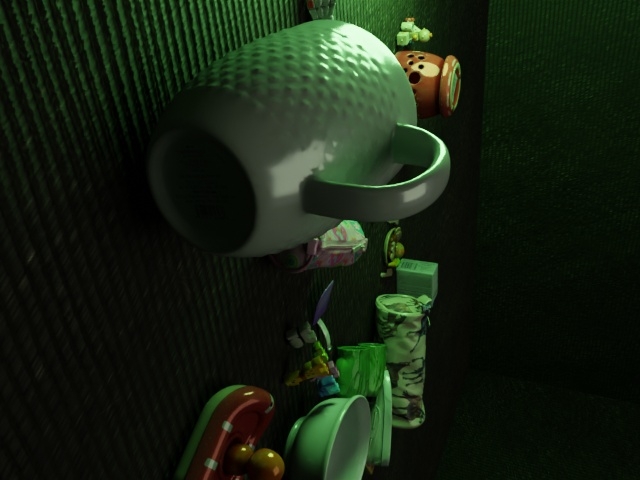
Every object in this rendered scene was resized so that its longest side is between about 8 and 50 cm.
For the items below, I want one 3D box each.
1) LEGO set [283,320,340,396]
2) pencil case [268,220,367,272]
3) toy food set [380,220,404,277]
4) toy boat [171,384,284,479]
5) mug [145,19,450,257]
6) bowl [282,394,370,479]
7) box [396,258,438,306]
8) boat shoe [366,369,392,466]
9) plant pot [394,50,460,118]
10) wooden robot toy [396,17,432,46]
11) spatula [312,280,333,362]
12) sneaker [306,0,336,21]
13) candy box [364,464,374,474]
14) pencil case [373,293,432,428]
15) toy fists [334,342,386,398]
[{"bbox_3d":[-0.029,0.277,1.292,0.227,0.093,0.087,64,9,-47],"label":"LEGO set"},{"bbox_3d":[0.000,0.000,1.198,0.284,0.124,0.124,2,96,-67],"label":"pencil case"},{"bbox_3d":[0.231,0.022,1.863,0.132,0.039,0.191,-7,104,-67],"label":"toy food set"},{"bbox_3d":[-0.128,0.353,0.973,0.151,0.151,0.231,67,38,-53],"label":"toy boat"},{"bbox_3d":[-0.017,-0.115,0.789,0.328,0.375,0.276,-42,141,-48],"label":"mug"},{"bbox_3d":[0.004,0.484,1.361,0.298,0.134,0.297,8,90,-67],"label":"bowl"},{"bbox_3d":[0.324,0.141,2.018,0.072,0.126,0.137,-54,146,-51],"label":"box"},{"bbox_3d":[0.158,0.508,1.729,0.096,0.088,0.267,71,22,-85],"label":"boat shoe"},{"bbox_3d":[0.296,-0.431,1.688,0.191,0.174,0.190,9,90,-70],"label":"plant pot"},{"bbox_3d":[0.275,-0.589,1.700,0.173,0.079,0.076,-41,135,-58],"label":"wooden robot toy"},{"bbox_3d":[0.011,0.233,1.422,0.084,0.031,0.296,-48,140,-52],"label":"spatula"},{"bbox_3d":[0.003,-0.443,1.154,0.064,0.061,0.157,-97,-177,-61],"label":"sneaker"},{"bbox_3d":[0.134,0.629,1.832,0.186,0.053,0.109,65,40,-50],"label":"candy box"},{"bbox_3d":[0.253,0.370,1.844,0.160,0.184,0.409,-142,-130,-69],"label":"pencil case"},{"bbox_3d":[0.102,0.352,1.605,0.279,0.096,0.142,16,75,-67],"label":"toy fists"}]
